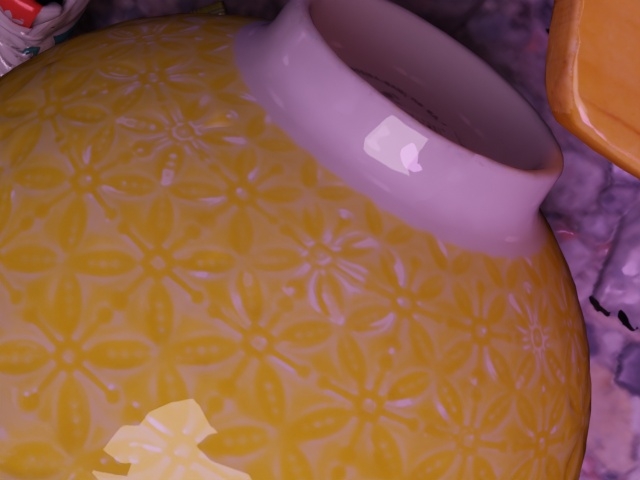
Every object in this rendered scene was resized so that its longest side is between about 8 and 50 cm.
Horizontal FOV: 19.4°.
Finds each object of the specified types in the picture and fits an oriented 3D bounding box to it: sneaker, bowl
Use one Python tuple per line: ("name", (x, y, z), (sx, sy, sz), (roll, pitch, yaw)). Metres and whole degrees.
("sneaker", (-0.129, -0.099, 0.787), (0.057, 0.075, 0.161), (34, 117, -6))
("bowl", (0.000, 0.000, 0.695), (0.289, 0.289, 0.156), (33, 113, -6))

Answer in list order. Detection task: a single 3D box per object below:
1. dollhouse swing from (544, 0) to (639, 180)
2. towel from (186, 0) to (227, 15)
("dollhouse swing", (0.167, 0.048, 0.526), (0.315, 0.347, 0.305), (31, 91, -13))
("towel", (-0.068, -0.067, 0.828), (0.083, 0.009, 0.060), (-20, 110, 19))
